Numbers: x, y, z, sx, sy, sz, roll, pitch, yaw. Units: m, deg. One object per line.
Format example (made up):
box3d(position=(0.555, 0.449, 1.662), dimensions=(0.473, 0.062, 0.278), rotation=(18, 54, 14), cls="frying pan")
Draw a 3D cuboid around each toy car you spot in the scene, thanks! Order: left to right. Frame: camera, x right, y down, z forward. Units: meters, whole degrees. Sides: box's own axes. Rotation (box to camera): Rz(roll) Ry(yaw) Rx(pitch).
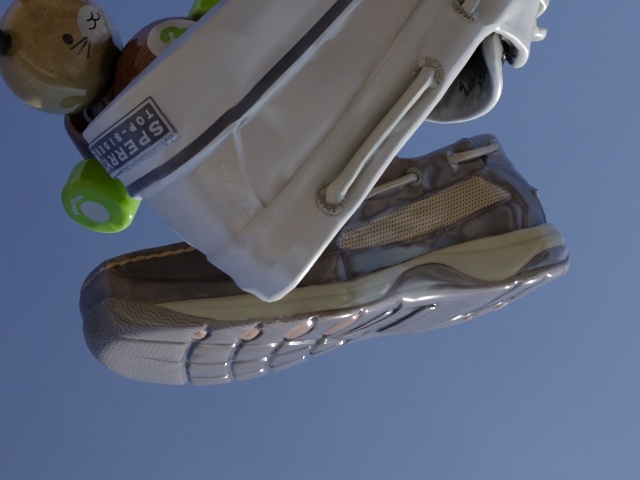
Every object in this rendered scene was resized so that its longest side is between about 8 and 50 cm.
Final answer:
box3d(position=(-0.156, -0.129, 0.932), dimensions=(0.188, 0.149, 0.155), rotation=(39, -134, -24), cls="toy car")

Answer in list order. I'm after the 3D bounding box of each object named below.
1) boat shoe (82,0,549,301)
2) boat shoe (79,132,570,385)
box3d(position=(0.034, -0.082, 0.482), dimensions=(0.088, 0.096, 0.267), rotation=(50, -132, -9), cls="boat shoe")
box3d(position=(0.000, 0.000, 0.861), dimensions=(0.355, 0.132, 0.130), rotation=(-8, -108, -43), cls="boat shoe")
